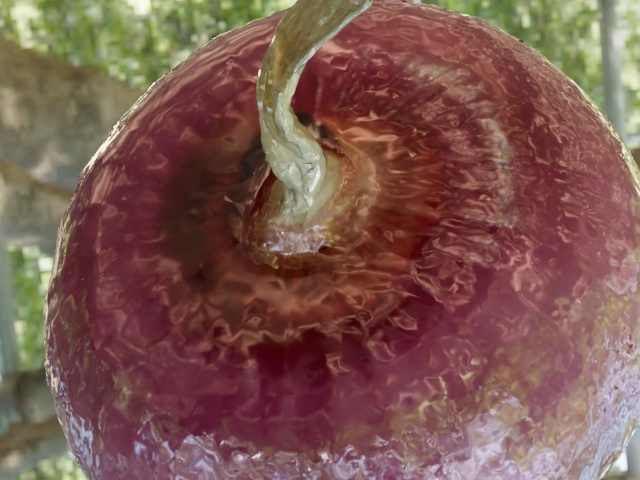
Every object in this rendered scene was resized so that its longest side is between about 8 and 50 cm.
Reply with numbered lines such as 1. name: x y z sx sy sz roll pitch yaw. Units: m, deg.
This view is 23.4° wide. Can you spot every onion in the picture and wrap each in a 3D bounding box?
1. onion: -0.001 0.020 0.868 0.358 0.358 0.345 5 158 48
